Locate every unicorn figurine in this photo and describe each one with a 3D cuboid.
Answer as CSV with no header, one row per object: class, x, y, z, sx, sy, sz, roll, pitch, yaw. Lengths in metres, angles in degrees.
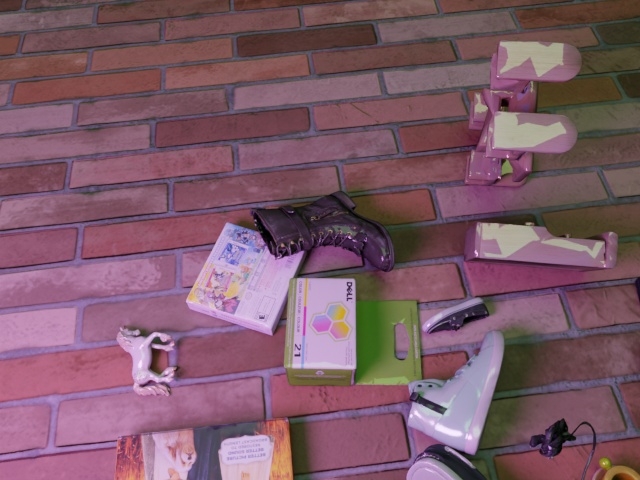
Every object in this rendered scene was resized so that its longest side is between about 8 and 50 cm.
unicorn figurine,-0.335,0.218,1.156,0.111,0.060,0.162,-7,57,-4

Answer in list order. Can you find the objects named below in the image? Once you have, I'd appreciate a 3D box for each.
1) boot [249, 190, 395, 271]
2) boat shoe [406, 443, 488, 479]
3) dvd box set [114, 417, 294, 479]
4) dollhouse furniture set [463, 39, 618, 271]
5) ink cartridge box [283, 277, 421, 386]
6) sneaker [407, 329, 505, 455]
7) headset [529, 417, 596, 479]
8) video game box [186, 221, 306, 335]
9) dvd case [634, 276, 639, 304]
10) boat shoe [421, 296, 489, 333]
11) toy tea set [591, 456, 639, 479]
boot,0.000,0.000,1.238,0.228,0.091,0.263,-17,46,-31
boat shoe,0.275,0.453,0.966,0.302,0.114,0.091,48,30,14
dvd box set,-0.183,0.513,0.963,0.307,0.062,0.421,-5,57,-1
dollhouse furniture set,0.441,-0.146,1.211,0.256,0.362,0.395,5,85,6
ink cartridge box,0.065,0.173,1.154,0.255,0.097,0.189,0,57,2
sneaker,0.244,0.247,1.100,0.151,0.094,0.256,15,47,21
headset,0.448,0.448,0.871,0.243,0.185,0.394,-36,66,22
video game box,-0.149,0.076,1.251,0.187,0.048,0.205,18,59,9
dvd case,0.768,0.161,1.189,0.252,0.022,0.181,4,58,3
boat shoe,0.269,0.155,1.190,0.142,0.049,0.040,-21,60,-14
toy tea set,0.589,0.473,0.931,0.199,0.124,0.336,-17,58,-10
